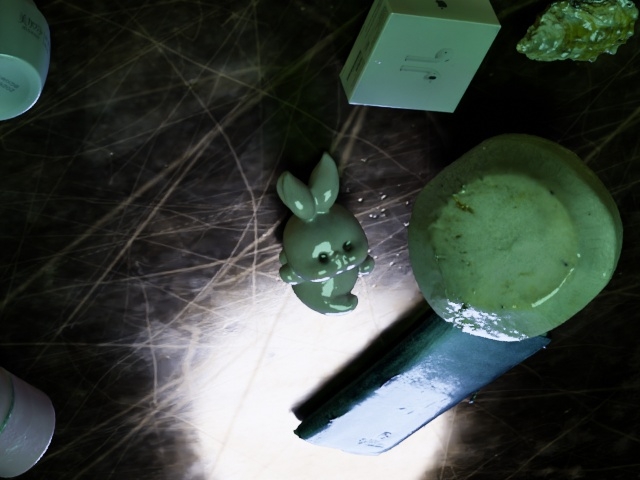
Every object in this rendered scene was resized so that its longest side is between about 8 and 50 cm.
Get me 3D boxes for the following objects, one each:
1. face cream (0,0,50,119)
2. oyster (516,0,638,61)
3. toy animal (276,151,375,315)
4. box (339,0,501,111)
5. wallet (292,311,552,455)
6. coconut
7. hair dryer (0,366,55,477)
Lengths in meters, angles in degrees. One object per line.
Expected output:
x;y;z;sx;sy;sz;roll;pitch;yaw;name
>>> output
-0.315;-0.181;1.321;0.117;0.104;0.117;-9;142;-7;face cream
0.288;-0.233;1.539;0.121;0.045;0.146;-46;136;14;oyster
0.002;0.001;1.663;0.124;0.124;0.212;-14;147;-2;toy animal
0.105;-0.204;1.489;0.129;0.051;0.130;3;140;-23;box
0.148;0.207;2.037;0.191;0.046;0.379;20;131;-36;wallet
0.229;-0.003;1.644;0.245;0.245;0.247;-27;176;14;coconut
-0.545;0.250;1.795;0.352;0.125;0.210;-24;142;22;hair dryer
